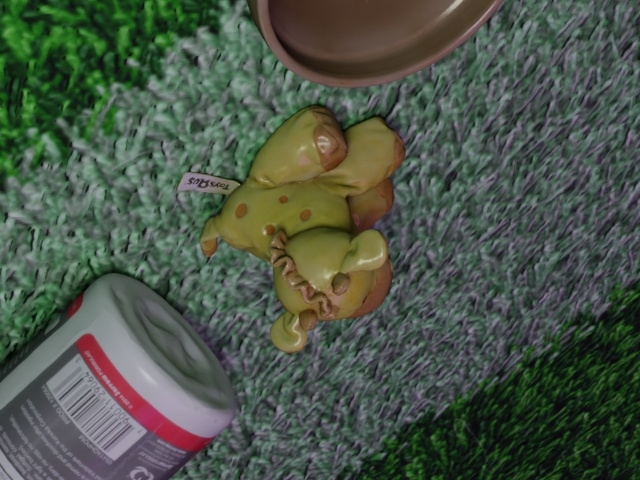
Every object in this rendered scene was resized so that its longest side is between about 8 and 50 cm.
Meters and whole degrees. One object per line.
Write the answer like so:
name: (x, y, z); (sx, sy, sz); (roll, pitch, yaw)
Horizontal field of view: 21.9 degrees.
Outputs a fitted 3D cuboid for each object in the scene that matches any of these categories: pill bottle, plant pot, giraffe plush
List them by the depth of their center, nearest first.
plant pot: (0.038, -0.242, 1.271); (0.237, 0.110, 0.237); (-20, 141, -18)
giraffe plush: (0.000, 0.000, 1.454); (0.210, 0.170, 0.181); (-9, 136, -28)
pill bottle: (-0.244, 0.193, 1.484); (0.318, 0.176, 0.176); (-42, 142, 11)
